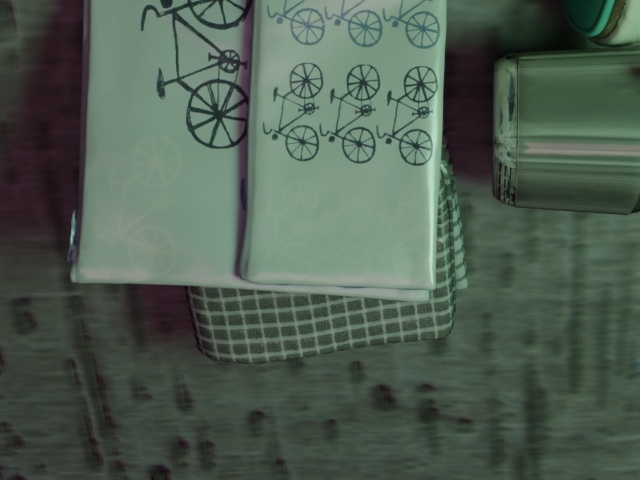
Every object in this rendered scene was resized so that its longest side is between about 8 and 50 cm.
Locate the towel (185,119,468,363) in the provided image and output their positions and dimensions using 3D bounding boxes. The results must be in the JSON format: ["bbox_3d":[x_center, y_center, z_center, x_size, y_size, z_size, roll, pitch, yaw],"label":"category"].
[{"bbox_3d":[0.000,0.000,1.415,0.284,0.121,0.235,-6,125,4],"label":"towel"}]

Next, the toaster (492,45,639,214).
[{"bbox_3d":[0.228,-0.099,1.301,0.146,0.129,0.227,0,168,6],"label":"toaster"}]

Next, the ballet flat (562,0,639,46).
[{"bbox_3d":[0.306,-0.341,1.186,0.139,0.139,0.400,7,129,-4],"label":"ballet flat"}]

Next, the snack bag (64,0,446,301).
[{"bbox_3d":[-0.060,-0.112,1.292,0.343,0.037,0.323,3,95,4],"label":"snack bag"}]
